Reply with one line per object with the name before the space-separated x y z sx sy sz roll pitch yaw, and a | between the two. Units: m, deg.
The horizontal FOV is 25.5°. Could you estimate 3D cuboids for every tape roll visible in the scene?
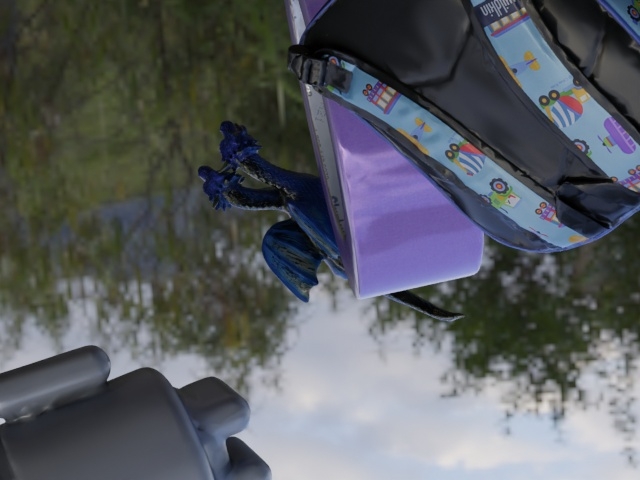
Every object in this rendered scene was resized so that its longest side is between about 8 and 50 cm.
tape roll | 0.039 -0.100 1.005 0.090 0.275 0.275 -11 -171 -2

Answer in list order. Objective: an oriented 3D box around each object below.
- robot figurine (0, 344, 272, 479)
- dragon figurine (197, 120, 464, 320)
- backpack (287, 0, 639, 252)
robot figurine | -0.231 0.255 1.399 0.353 0.300 0.200 -21 -169 -16
dragon figurine | 0.000 0.000 1.369 0.144 0.289 0.085 -15 150 -47
backpack | 0.099 -0.089 0.679 0.158 0.173 0.117 -43 -175 43
